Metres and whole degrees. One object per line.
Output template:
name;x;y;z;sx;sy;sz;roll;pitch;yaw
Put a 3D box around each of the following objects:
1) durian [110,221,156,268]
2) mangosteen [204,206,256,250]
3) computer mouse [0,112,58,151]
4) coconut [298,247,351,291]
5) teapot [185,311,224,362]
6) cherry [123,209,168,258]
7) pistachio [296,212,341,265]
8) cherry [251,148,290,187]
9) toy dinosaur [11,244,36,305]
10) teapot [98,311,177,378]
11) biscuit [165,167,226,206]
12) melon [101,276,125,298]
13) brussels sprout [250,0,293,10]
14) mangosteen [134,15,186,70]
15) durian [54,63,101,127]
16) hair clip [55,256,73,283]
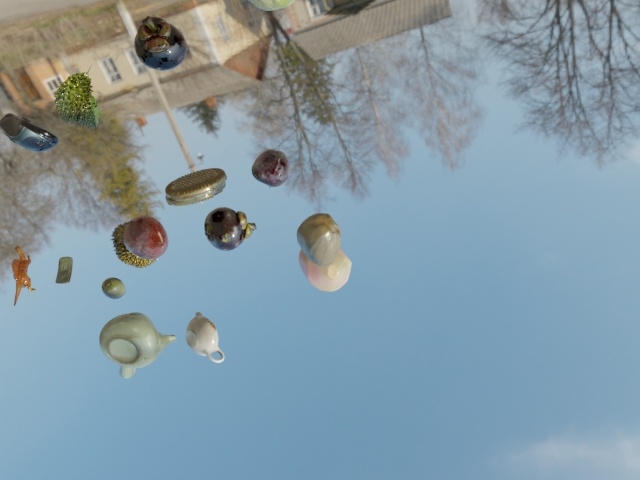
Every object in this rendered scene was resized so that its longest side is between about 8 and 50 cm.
durian;-0.965;0.017;2.616;0.293;0.258;0.258;18;-138;24
mangosteen;-0.373;-0.055;2.070;0.217;0.192;0.192;-17;-158;-28
computer mouse;-1.041;-0.375;1.759;0.233;0.137;0.096;22;-101;30
coconut;0.026;0.113;2.318;0.233;0.233;0.245;-26;-156;-11
teapot;-0.429;0.356;1.799;0.092;0.145;0.226;-12;-124;-47
cherry;-0.746;-0.008;2.147;0.250;0.192;0.175;24;-163;40
pistachio;0.000;0.000;1.717;0.153;0.237;0.137;5;-126;16
cherry;-0.245;-0.363;2.460;0.195;0.195;0.195;-16;-153;8
toy dinosaur;-1.053;0.117;1.741;0.057;0.142;0.212;-13;-149;-15
teapot;-0.683;0.372;1.739;0.318;0.220;0.149;-37;-163;24
biscuit;-0.483;-0.208;1.922;0.259;0.079;0.259;-12;-153;6
melon;-0.982;0.230;2.355;0.099;0.099;0.162;-27;164;-14
brussels sprout;-0.197;-1.044;1.928;0.243;0.273;0.316;-24;-161;39
mangosteen;-0.669;-0.824;2.042;0.211;0.211;0.250;-25;163;-10
durian;-1.034;-0.594;2.127;0.158;0.169;0.355;12;159;-14
hair clip;-1.039;0.124;2.008;0.054;0.022;0.137;0;-130;-19
